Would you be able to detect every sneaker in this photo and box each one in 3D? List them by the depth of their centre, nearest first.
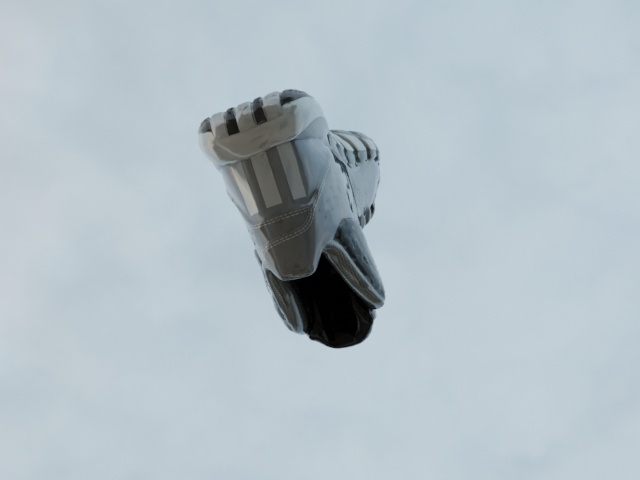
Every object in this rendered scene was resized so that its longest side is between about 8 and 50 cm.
[{"bbox_3d":[0.000,0.000,0.492,0.086,0.229,0.132,-20,-98,14],"label":"sneaker"}]
